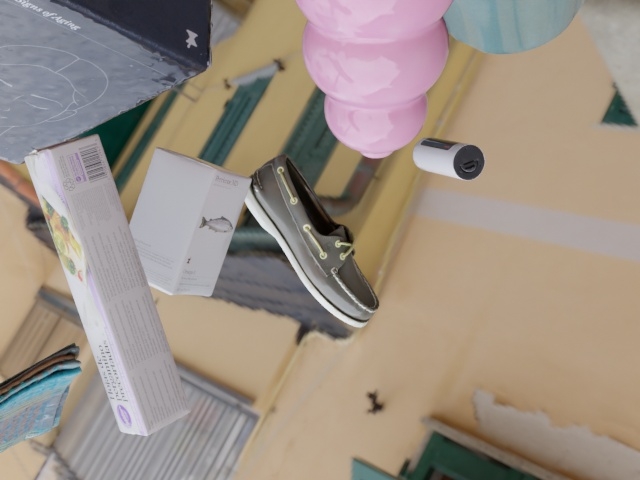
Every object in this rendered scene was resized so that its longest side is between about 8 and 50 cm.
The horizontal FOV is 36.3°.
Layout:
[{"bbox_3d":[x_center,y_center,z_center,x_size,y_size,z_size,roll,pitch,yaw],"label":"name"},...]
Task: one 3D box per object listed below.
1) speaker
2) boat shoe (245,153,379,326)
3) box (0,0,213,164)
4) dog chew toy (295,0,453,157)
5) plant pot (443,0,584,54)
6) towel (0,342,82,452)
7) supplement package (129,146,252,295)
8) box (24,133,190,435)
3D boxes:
[{"bbox_3d":[0.193,-0.125,1.481,0.055,0.055,0.136,33,178,-23],"label":"speaker"},{"bbox_3d":[-0.001,0.001,1.551,0.305,0.091,0.109,52,-155,-2],"label":"boat shoe"},{"bbox_3d":[-0.482,-0.365,1.374,0.471,0.298,0.479,-15,156,38],"label":"box"},{"bbox_3d":[0.066,-0.253,1.166,0.206,0.206,0.332,22,131,32],"label":"dog chew toy"},{"bbox_3d":[0.264,-0.459,1.428,0.341,0.341,0.334,25,171,19],"label":"plant pot"},{"bbox_3d":[-0.477,0.275,1.225,0.040,0.370,0.271,53,145,10],"label":"towel"},{"bbox_3d":[-0.187,-0.024,1.344,0.105,0.179,0.105,22,-175,25],"label":"supplement package"},{"bbox_3d":[-0.228,0.049,1.051,0.063,0.067,0.324,-5,106,50],"label":"box"}]
